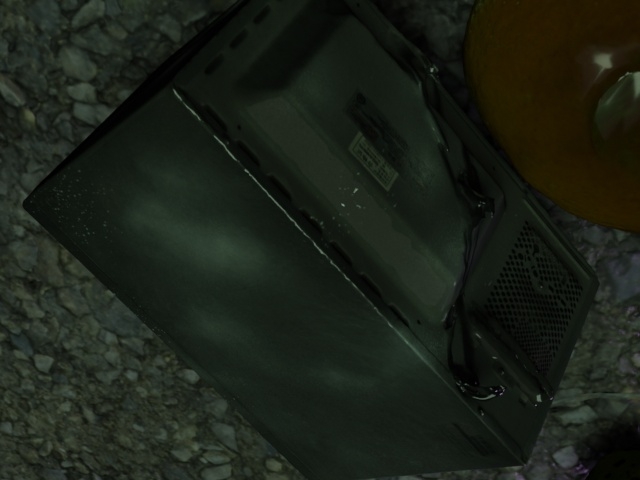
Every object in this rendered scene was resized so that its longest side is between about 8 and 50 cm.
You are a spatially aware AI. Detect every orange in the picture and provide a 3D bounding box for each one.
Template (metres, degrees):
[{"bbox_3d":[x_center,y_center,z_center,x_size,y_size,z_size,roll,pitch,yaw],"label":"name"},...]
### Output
[{"bbox_3d":[0.285,-0.132,0.833,0.334,0.196,0.262,41,136,-21],"label":"orange"}]

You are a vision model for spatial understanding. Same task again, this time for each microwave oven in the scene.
[{"bbox_3d":[0.000,0.000,0.870,0.432,0.236,0.374,47,143,-17],"label":"microwave oven"}]

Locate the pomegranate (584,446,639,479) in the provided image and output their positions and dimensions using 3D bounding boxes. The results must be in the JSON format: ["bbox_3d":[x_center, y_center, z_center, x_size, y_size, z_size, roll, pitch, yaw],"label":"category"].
[{"bbox_3d":[0.410,0.359,1.092,0.198,0.198,0.246,-26,131,26],"label":"pomegranate"}]
